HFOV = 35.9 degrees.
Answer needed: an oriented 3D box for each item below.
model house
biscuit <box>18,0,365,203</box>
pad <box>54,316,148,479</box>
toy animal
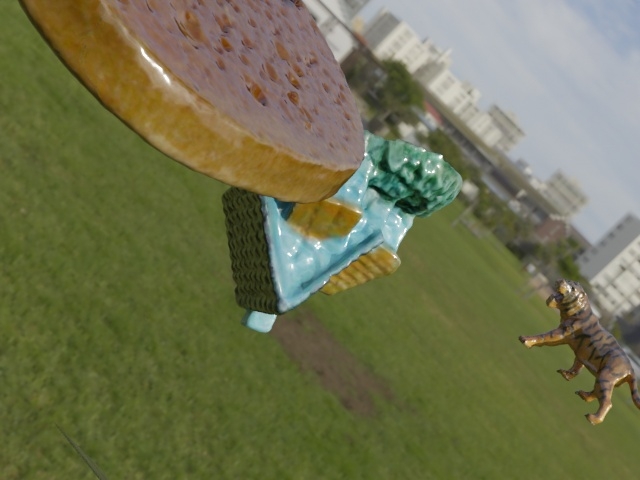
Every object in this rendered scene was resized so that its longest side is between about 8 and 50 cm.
[{"bbox_3d":[0.000,0.000,1.111,0.226,0.241,0.261,23,-7,-12],"label":"model house"},{"bbox_3d":[-0.104,-0.182,0.779,0.394,0.070,0.350,21,42,-56],"label":"biscuit"},{"bbox_3d":[-0.130,0.210,0.801,0.250,0.055,0.323,43,-36,24],"label":"pad"},{"bbox_3d":[0.387,0.176,1.344,0.114,0.116,0.255,33,16,-43],"label":"toy animal"}]
